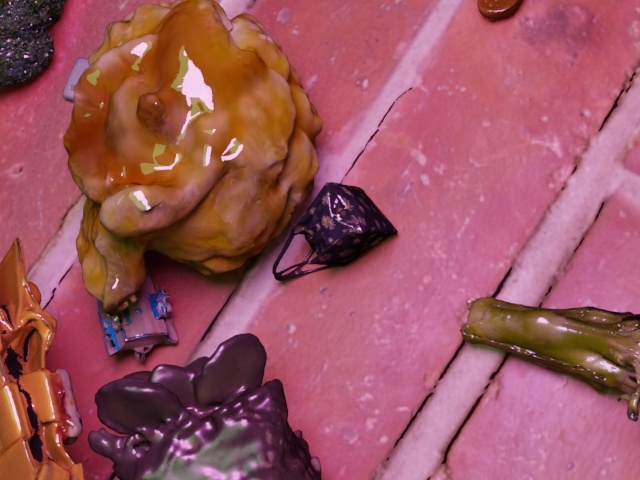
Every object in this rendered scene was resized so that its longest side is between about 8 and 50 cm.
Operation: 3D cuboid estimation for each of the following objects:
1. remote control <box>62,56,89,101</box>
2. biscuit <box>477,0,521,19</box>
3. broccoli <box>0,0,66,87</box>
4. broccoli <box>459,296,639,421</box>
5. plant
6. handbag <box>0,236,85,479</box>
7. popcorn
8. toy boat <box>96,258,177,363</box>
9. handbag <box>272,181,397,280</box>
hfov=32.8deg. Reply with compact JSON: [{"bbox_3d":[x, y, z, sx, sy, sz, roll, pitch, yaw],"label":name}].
[{"bbox_3d":[-0.247,-0.187,1.356,0.162,0.029,0.061,16,78,18],"label":"remote control"},{"bbox_3d":[0.206,-0.364,1.287,0.138,0.031,0.205,-30,71,4],"label":"biscuit"},{"bbox_3d":[-0.457,-0.324,1.331,0.275,0.308,0.308,15,77,52],"label":"broccoli"},{"bbox_3d":[0.288,0.102,1.101,0.304,0.165,0.146,7,84,27],"label":"broccoli"},{"bbox_3d":[-0.100,0.242,1.116,0.199,0.188,0.276,-25,81,0],"label":"plant"},{"bbox_3d":[-0.334,0.226,1.150,0.283,0.133,0.401,-47,58,47],"label":"handbag"},{"bbox_3d":[-0.140,-0.101,1.194,0.279,0.274,0.336,-7,80,-18],"label":"popcorn"},{"bbox_3d":[-0.231,0.042,1.277,0.084,0.066,0.210,-10,59,-23],"label":"toy boat"},{"bbox_3d":[0.000,0.000,1.209,0.139,0.115,0.072,-38,76,18],"label":"handbag"}]
